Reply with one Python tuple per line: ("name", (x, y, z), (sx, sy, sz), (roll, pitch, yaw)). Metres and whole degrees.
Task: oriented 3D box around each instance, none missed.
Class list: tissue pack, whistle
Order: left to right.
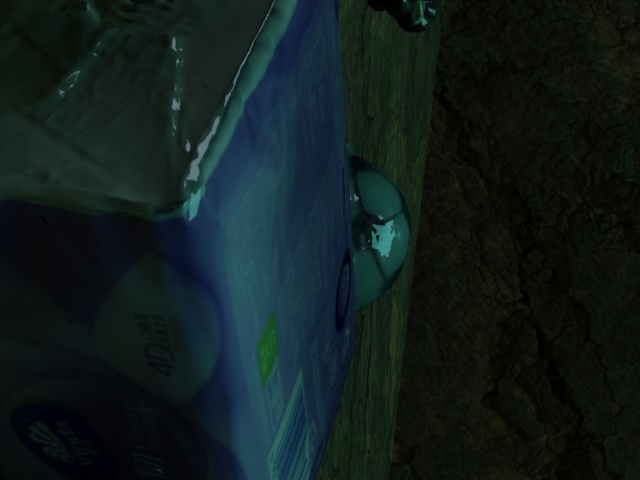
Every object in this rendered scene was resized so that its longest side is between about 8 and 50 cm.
("tissue pack", (-0.080, 0.008, 0.675), (0.338, 0.160, 0.242), (85, 16, -45))
("whistle", (0.000, 0.000, 1.154), (0.290, 0.163, 0.164), (-48, 143, -72))

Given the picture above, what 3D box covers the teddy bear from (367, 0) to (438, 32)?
("teddy bear", (0.037, -0.321, 1.282), (0.171, 0.144, 0.251), (64, 16, 21))
